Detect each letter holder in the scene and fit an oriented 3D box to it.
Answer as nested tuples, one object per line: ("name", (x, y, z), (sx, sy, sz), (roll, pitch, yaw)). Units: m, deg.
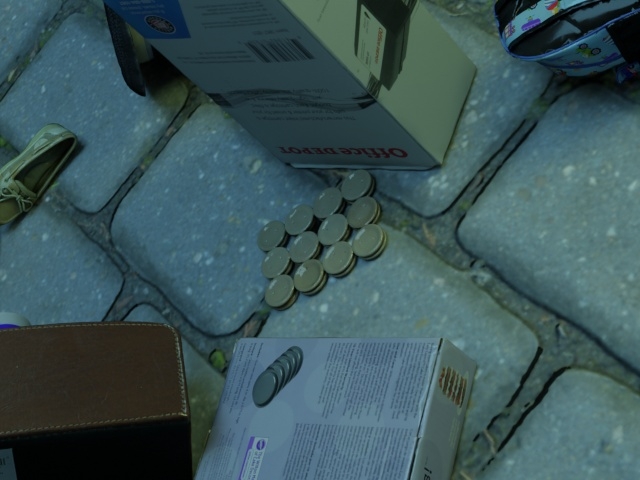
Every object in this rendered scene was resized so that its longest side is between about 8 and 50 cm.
("letter holder", (-0.284, 0.148, 1.341), (0.302, 0.152, 0.214), (-5, 47, -8))

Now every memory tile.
("memory tile", (0.000, 0.000, 1.411), (0.148, 0.012, 0.113), (-30, 47, 21))

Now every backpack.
("backpack", (0.253, -0.218, 1.267), (0.173, 0.117, 0.158), (-27, 48, 23))

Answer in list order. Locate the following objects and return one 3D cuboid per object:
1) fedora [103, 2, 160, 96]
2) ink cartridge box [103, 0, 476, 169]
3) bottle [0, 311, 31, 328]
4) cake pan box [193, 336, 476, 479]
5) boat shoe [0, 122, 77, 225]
("fedora", (-0.192, -0.343, 1.668), (0.153, 0.334, 0.334), (-13, 48, -4))
("ink cartridge box", (-0.026, -0.203, 1.354), (0.223, 0.307, 0.129), (4, 63, 42))
("bottle", (-0.328, 0.201, 1.475), (0.092, 0.118, 0.282), (-32, 45, 15))
("cake pan box", (-0.002, 0.214, 1.229), (0.246, 0.070, 0.266), (-7, 58, 40))
("boat shoe", (-0.366, -0.080, 1.746), (0.153, 0.056, 0.048), (-50, 38, -9))
